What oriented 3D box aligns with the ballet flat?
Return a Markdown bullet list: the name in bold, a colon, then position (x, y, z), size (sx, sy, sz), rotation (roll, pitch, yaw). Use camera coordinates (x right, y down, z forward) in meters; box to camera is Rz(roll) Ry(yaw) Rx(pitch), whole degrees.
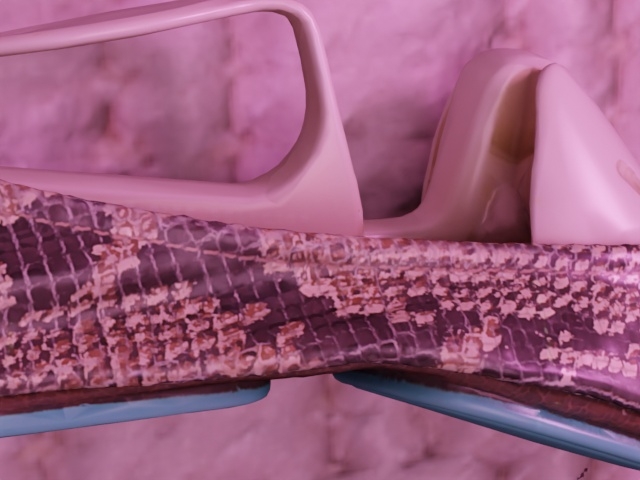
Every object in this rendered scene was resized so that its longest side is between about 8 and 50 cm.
- **ballet flat**: position (0.000, 0.000, 0.480), size (0.483, 0.164, 0.182), rotation (6, 89, -14)
